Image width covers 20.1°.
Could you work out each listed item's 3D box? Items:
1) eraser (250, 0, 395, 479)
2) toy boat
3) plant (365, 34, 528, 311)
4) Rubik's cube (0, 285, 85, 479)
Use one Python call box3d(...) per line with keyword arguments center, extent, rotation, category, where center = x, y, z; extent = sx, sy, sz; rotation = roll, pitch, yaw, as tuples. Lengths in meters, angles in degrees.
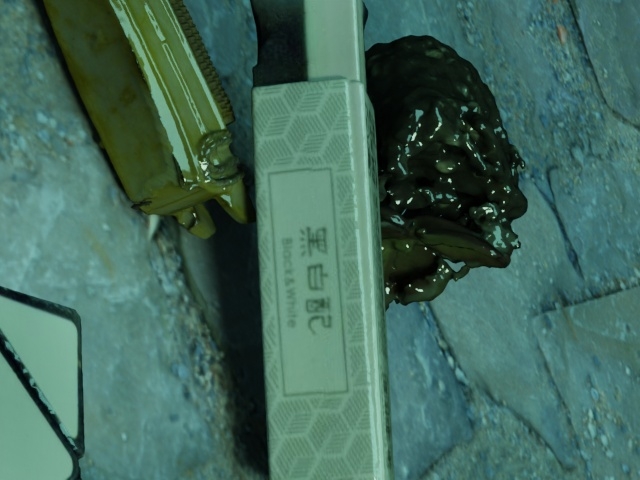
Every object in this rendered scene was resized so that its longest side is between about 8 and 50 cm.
box3d(center=(0.000, 0.000, 1.447), extent=(0.098, 0.096, 0.404), rotation=(48, 38, -77), category="eraser")
box3d(center=(-0.141, -0.145, 1.446), extent=(0.115, 0.089, 0.310), rotation=(-26, 91, -52), category="toy boat")
box3d(center=(0.081, -0.057, 1.599), extent=(0.178, 0.204, 0.234), rotation=(40, 35, -35), category="plant")
box3d(center=(-0.272, 0.138, 1.014), extent=(0.205, 0.205, 0.207), rotation=(21, 55, -44), category="Rubik's cube")
